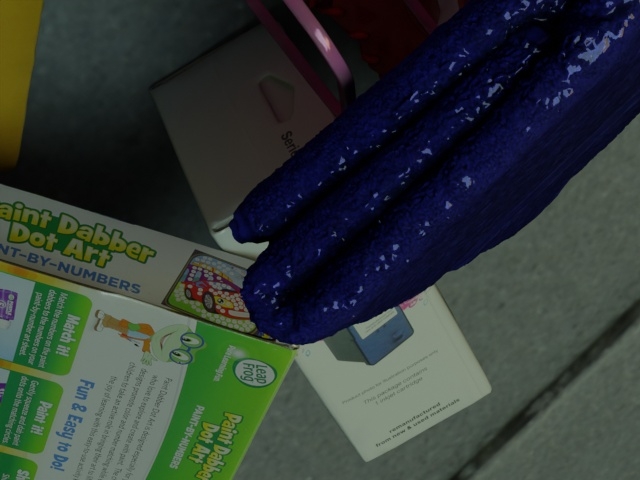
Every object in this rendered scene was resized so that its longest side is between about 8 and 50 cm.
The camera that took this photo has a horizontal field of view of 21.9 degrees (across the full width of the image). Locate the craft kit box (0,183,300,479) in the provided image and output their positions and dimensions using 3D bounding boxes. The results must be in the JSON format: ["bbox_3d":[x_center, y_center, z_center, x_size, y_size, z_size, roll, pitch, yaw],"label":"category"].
[{"bbox_3d":[-0.158,0.076,0.905,0.247,0.061,0.250,20,138,-7],"label":"craft kit box"}]

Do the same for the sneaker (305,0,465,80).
[{"bbox_3d":[0.015,-0.137,0.930,0.128,0.087,0.221,-12,117,-4],"label":"sneaker"}]

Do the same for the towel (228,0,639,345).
[{"bbox_3d":[0.092,-0.067,0.776,0.227,0.076,0.308,-46,171,23],"label":"towel"}]

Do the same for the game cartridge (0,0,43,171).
[{"bbox_3d":[-0.279,-0.150,0.765,0.324,0.052,0.285,-6,126,-33],"label":"game cartridge"}]

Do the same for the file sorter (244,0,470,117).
[{"bbox_3d":[0.069,-0.208,0.754,0.291,0.202,0.182,-37,86,-1],"label":"file sorter"}]

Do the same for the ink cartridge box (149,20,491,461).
[{"bbox_3d":[0.000,0.000,0.959,0.093,0.154,0.212,-29,131,1],"label":"ink cartridge box"}]
